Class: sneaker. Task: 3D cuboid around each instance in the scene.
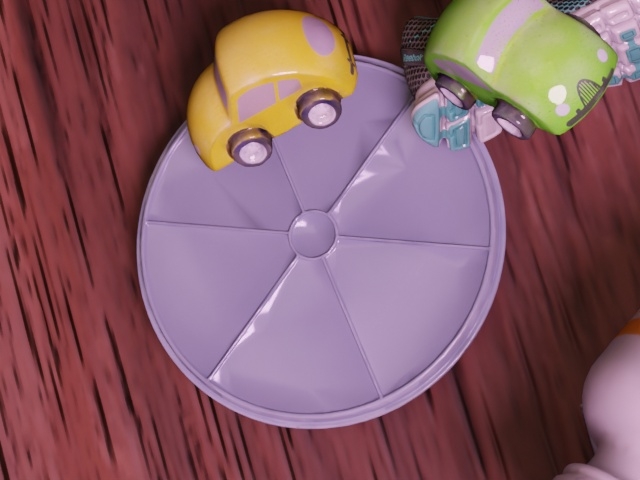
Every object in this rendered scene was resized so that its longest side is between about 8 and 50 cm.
[{"bbox_3d":[0.114,-0.111,0.921,0.166,0.065,0.076,-20,55,-3],"label":"sneaker"}]

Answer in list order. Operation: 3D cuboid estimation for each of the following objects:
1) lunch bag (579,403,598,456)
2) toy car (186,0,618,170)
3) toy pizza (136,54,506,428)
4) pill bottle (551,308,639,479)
[{"bbox_3d":[0.175,0.100,0.882,0.083,0.053,0.071,-16,79,5],"label":"lunch bag"},{"bbox_3d":[0.050,-0.115,0.882,0.239,0.053,0.225,-52,43,-7],"label":"toy car"},{"bbox_3d":[0.000,0.000,0.957,0.201,0.032,0.201,-3,78,15],"label":"toy pizza"},{"bbox_3d":[0.211,0.062,0.787,0.152,0.152,0.272,39,76,18],"label":"pill bottle"}]
